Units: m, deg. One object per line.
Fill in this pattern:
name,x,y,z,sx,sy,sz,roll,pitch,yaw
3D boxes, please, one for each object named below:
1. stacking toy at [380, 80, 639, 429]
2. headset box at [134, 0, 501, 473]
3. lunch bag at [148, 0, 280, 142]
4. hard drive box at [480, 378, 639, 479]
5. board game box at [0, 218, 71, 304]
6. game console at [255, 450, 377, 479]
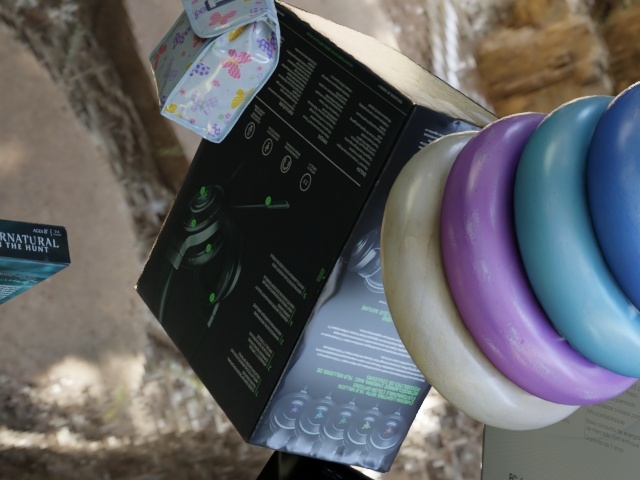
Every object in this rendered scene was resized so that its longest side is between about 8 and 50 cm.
stacking toy,0.181,-0.022,0.581,0.141,0.330,0.141,17,63,-38
headset box,0.000,0.000,1.112,0.131,0.283,0.246,17,15,-33
lunch bag,-0.058,-0.111,0.852,0.053,0.083,0.071,30,23,-28
hard drive box,0.178,0.062,0.840,0.089,0.181,0.232,-1,97,-28
board game box,-0.251,0.015,0.830,0.186,0.126,0.026,8,64,-44
game console,-0.035,0.355,1.199,0.361,0.213,0.044,-58,150,-11
